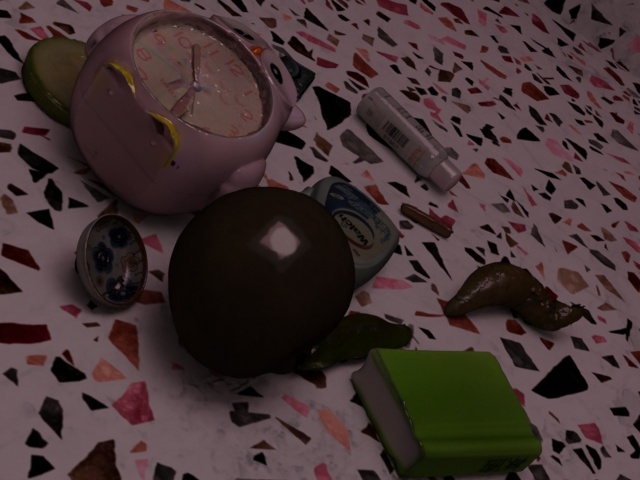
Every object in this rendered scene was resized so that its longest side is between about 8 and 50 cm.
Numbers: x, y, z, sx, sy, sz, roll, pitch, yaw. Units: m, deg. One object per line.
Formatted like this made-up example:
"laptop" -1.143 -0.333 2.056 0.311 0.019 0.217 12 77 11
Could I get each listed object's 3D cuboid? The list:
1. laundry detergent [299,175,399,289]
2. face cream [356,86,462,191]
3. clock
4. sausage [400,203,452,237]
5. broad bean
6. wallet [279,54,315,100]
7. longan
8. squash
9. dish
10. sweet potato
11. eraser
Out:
"laundry detergent" 0.000 0.000 1.957 0.215 0.105 0.280 44 37 11
"face cream" 0.193 -0.212 2.386 0.269 0.082 0.082 46 36 16
"clock" -0.223 -0.220 1.882 0.368 0.250 0.377 50 42 5
"sausage" 0.212 -0.042 2.251 0.116 0.026 0.026 29 35 -9
"broad bean" 0.042 0.162 1.836 0.339 0.061 0.077 -10 62 -45
"wallet" -0.062 -0.352 2.382 0.088 0.026 0.129 34 34 -4
"longan" -0.091 0.059 1.654 0.297 0.297 0.297 23 37 -18
"squash" -0.417 -0.274 1.980 0.219 0.041 0.219 22 37 -18
"dish" -0.331 0.035 1.674 0.141 0.078 0.141 25 60 -55
"sweet potato" 0.370 0.104 2.156 0.310 0.098 0.124 11 49 -26
"eraser" 0.206 0.279 1.816 0.274 0.092 0.210 5 46 -38
